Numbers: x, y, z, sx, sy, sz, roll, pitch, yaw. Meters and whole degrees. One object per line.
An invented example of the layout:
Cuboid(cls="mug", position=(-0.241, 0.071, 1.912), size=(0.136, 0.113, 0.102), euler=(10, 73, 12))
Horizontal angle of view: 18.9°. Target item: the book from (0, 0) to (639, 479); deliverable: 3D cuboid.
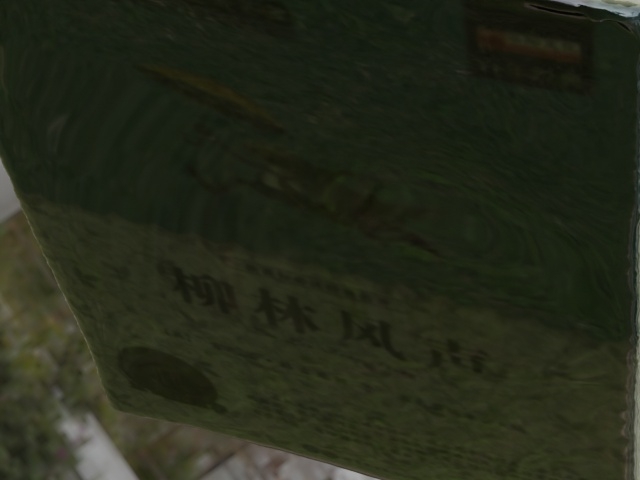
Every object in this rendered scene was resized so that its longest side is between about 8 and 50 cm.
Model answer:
Cuboid(cls="book", position=(0.000, 0.000, 0.730), size=(0.264, 0.031, 0.379), euler=(13, -30, 17))
